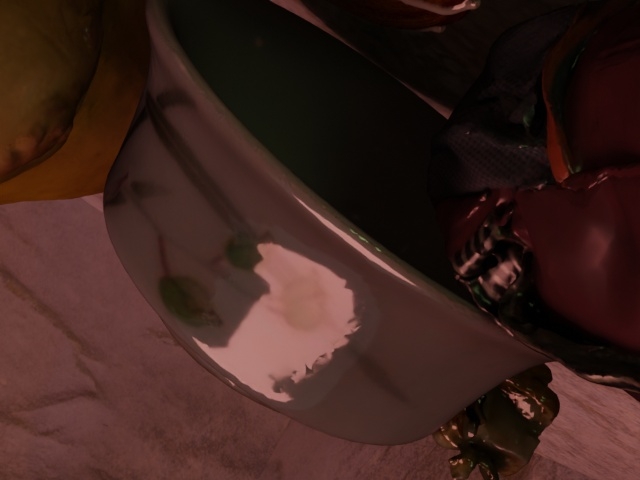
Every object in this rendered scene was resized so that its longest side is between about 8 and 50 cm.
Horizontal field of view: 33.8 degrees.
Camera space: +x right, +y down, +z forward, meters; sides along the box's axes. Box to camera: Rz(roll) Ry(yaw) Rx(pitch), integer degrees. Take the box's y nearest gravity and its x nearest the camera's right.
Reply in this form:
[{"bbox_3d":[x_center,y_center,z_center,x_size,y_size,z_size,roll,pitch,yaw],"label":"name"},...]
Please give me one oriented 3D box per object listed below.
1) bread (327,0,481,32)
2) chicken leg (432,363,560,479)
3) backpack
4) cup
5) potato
[{"bbox_3d":[0.020,-0.169,0.499,0.160,0.073,0.160,28,170,5],"label":"bread"},{"bbox_3d":[0.112,0.074,0.903,0.152,0.201,0.429,9,-163,-8],"label":"chicken leg"},{"bbox_3d":[0.216,0.004,0.441,0.283,0.197,0.317,34,169,-16],"label":"backpack"},{"bbox_3d":[0.000,0.000,0.671,0.347,0.163,0.347,34,-160,-14],"label":"cup"},{"bbox_3d":[-0.187,-0.137,0.741,0.296,0.290,0.397,26,179,-40],"label":"potato"}]
